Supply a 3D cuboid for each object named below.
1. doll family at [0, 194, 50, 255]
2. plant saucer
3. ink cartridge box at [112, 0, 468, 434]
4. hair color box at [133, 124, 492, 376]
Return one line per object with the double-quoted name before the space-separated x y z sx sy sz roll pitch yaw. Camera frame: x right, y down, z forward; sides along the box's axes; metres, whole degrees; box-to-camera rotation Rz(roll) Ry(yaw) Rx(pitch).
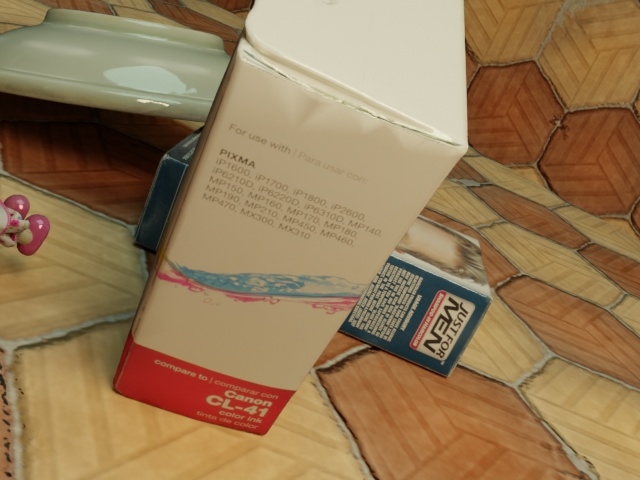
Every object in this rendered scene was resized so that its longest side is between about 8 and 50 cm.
"doll family" -0.338 -0.052 0.549 0.263 0.118 0.163 39 -2 24
"plant saucer" -0.231 -0.219 0.927 0.401 0.100 0.400 9 12 -2
"ink cartridge box" -0.028 -0.042 0.524 0.131 0.306 0.226 22 43 -12
"hair color box" 0.000 0.000 0.802 0.347 0.105 0.174 24 21 -2
